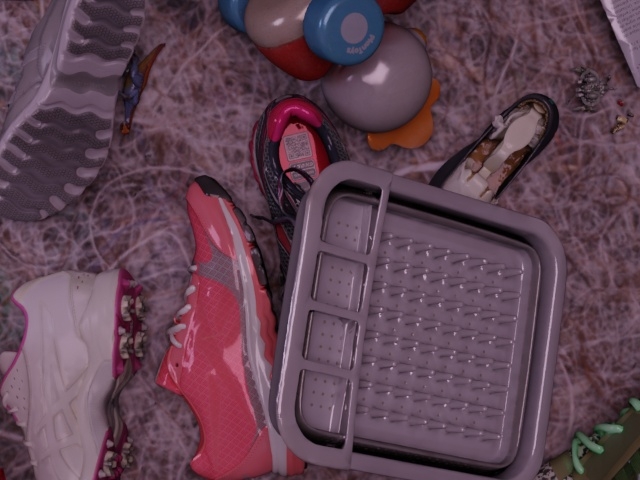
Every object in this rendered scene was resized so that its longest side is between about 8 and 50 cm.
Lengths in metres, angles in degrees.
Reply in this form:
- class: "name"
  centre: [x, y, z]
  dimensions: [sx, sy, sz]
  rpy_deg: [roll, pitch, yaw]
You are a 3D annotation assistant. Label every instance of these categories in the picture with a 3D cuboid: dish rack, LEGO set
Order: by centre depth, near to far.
- class: "dish rack"
  centre: [0.089, 0.092, 1.752]
  dimensions: [0.332, 0.072, 0.286]
  rpy_deg: [15, 78, -34]
- class: "LEGO set"
  centre: [0.291, -0.151, 1.872]
  dimensions: [0.083, 0.023, 0.054]
  rpy_deg: [29, 84, 0]

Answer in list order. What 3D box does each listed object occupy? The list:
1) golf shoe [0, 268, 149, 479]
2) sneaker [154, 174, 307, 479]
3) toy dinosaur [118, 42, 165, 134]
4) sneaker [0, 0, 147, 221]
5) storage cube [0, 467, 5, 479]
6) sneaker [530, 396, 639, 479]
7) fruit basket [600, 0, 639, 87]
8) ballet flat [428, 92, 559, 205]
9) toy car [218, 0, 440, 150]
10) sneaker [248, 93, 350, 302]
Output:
- class: "golf shoe"
  centre: [-0.255, 0.177, 1.781]
  dimensions: [0.140, 0.115, 0.306]
  rpy_deg: [5, 78, 8]
- class: "sneaker"
  centre: [-0.107, 0.093, 1.784]
  dimensions: [0.136, 0.116, 0.314]
  rpy_deg: [-14, 86, -3]
- class: "toy dinosaur"
  centre: [-0.189, -0.152, 1.839]
  dimensions: [0.090, 0.047, 0.082]
  rpy_deg: [-14, 106, -16]
- class: "sneaker"
  centre: [-0.257, -0.150, 1.812]
  dimensions: [0.105, 0.115, 0.281]
  rpy_deg: [22, 102, -28]
- class: "storage cube"
  centre: [-0.417, 0.184, 1.725]
  dimensions: [0.215, 0.183, 0.193]
  rpy_deg: [-8, 84, -3]
- class: "sneaker"
  centre: [0.298, 0.226, 1.792]
  dimensions: [0.182, 0.158, 0.410]
  rpy_deg: [15, 79, 16]
- class: "fruit basket"
  centre: [0.399, -0.382, 1.856]
  dimensions: [0.327, 0.165, 0.353]
  rpy_deg: [-26, 103, -5]
- class: "ballet flat"
  centre: [0.169, -0.074, 1.836]
  dimensions: [0.074, 0.074, 0.203]
  rpy_deg: [43, 84, 1]
- class: "toy car"
  centre: [0.057, -0.202, 1.806]
  dimensions: [0.210, 0.219, 0.238]
  rpy_deg: [-45, 122, -13]
- class: "sneaker"
  centre: [0.000, 0.000, 1.799]
  dimensions: [0.121, 0.112, 0.299]
  rpy_deg: [-22, 88, -5]
